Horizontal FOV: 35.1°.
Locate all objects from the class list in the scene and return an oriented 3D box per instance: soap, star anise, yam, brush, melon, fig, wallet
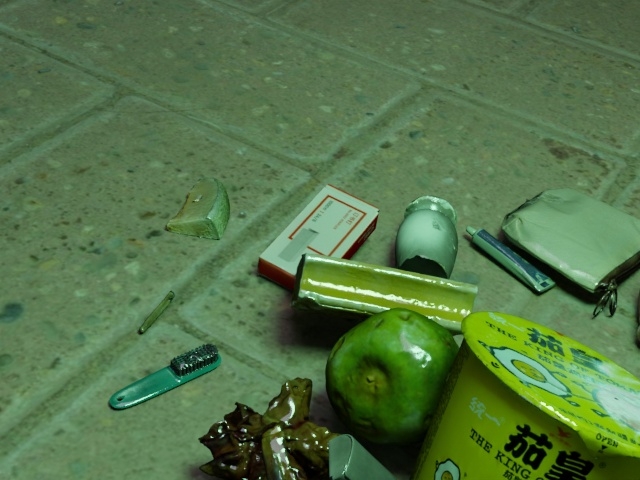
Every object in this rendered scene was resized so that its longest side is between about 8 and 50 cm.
[{"bbox_3d":[0.096,0.090,1.614,0.274,0.173,0.089,11,81,-5],"label":"soap"},{"bbox_3d":[-0.046,0.289,1.344,0.237,0.148,0.346,20,10,-2],"label":"star anise"},{"bbox_3d":[-0.267,0.118,1.656,0.014,0.014,0.107,18,39,13],"label":"yam"},{"bbox_3d":[-0.233,0.203,1.538,0.193,0.032,0.043,-22,47,-35],"label":"brush"},{"bbox_3d":[-0.211,-0.070,1.893,0.098,0.054,0.182,1,35,17],"label":"melon"},{"bbox_3d":[0.140,0.193,1.500,0.206,0.206,0.275,33,19,29],"label":"fig"},{"bbox_3d":[0.493,-0.002,1.911,0.274,0.068,0.335,34,38,24],"label":"wallet"}]

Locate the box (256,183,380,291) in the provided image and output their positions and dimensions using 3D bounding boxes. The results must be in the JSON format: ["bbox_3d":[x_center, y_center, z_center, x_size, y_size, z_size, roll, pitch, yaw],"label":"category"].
[{"bbox_3d":[0.000,0.000,1.793,0.123,0.050,0.229,28,51,18],"label":"box"}]

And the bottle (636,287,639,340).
[{"bbox_3d":[0.690,0.121,1.707,0.296,0.173,0.206,10,71,3],"label":"bottle"}]

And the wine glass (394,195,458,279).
[{"bbox_3d":[0.188,0.009,1.796,0.111,0.111,0.204,11,36,4],"label":"wine glass"}]

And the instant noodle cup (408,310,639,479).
[{"bbox_3d":[0.269,0.277,1.285,0.325,0.254,0.325,24,16,-7],"label":"instant noodle cup"}]

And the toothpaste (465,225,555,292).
[{"bbox_3d":[0.342,0.031,1.858,0.057,0.035,0.197,-19,49,-44],"label":"toothpaste"}]

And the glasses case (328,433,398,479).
[{"bbox_3d":[0.075,0.329,1.321,0.042,0.190,0.072,-24,37,25],"label":"glasses case"}]
